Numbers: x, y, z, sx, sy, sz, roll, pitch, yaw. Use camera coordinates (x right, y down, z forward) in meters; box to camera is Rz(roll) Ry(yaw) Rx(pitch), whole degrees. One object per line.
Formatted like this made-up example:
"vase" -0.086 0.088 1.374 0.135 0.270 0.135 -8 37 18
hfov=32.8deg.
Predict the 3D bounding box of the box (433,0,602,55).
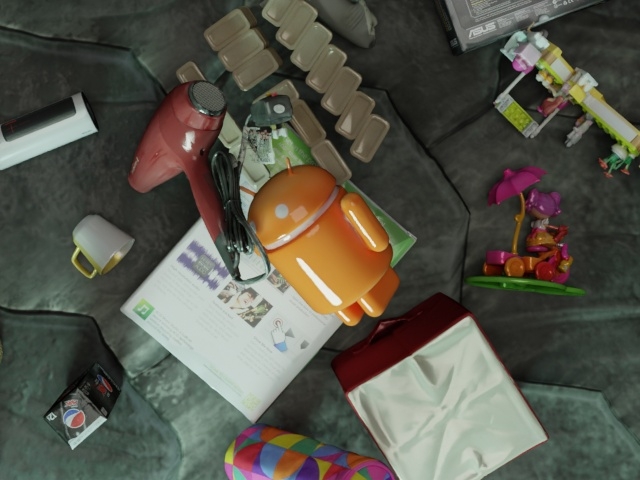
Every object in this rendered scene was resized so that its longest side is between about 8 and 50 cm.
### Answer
"box" 0.253 -0.363 1.402 0.231 0.056 0.183 -21 93 -3

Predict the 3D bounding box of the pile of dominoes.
"pile of dominoes" -0.040 -0.174 1.339 0.196 0.040 0.251 -32 97 19

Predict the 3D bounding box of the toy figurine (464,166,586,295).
"toy figurine" 0.276 -0.015 1.411 0.173 0.130 0.159 9 83 -26

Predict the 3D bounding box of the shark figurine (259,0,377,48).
"shark figurine" -0.038 -0.341 1.336 0.116 0.166 0.278 -34 94 9

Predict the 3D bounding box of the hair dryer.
"hair dryer" -0.151 -0.079 1.290 0.080 0.293 0.223 7 95 -38

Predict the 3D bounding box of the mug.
"mug" -0.287 0.006 1.388 0.064 0.062 0.078 42 83 2

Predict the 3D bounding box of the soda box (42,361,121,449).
"soda box" -0.292 0.202 1.343 0.060 0.169 0.053 -41 95 -1

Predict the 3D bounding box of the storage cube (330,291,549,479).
"storage cube" 0.140 0.198 1.364 0.184 0.193 0.215 -32 96 -2

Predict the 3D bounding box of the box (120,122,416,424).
"box" -0.066 0.042 1.408 0.232 0.058 0.322 42 91 -5

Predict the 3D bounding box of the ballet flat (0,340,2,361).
"ballet flat" -0.460 0.074 1.374 0.073 0.067 0.206 -25 95 -1

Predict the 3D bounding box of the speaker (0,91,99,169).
"speaker" -0.354 -0.138 1.375 0.136 0.055 0.055 -22 95 -2

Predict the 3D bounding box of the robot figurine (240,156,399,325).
"robot figurine" -0.002 0.001 1.300 0.128 0.158 0.219 -42 106 -6

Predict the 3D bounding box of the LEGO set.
"LEGO set" 0.327 -0.149 1.395 0.287 0.132 0.107 42 99 -12

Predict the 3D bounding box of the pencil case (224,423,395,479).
"pencil case" -0.016 0.292 1.337 0.104 0.236 0.104 -4 97 -39
